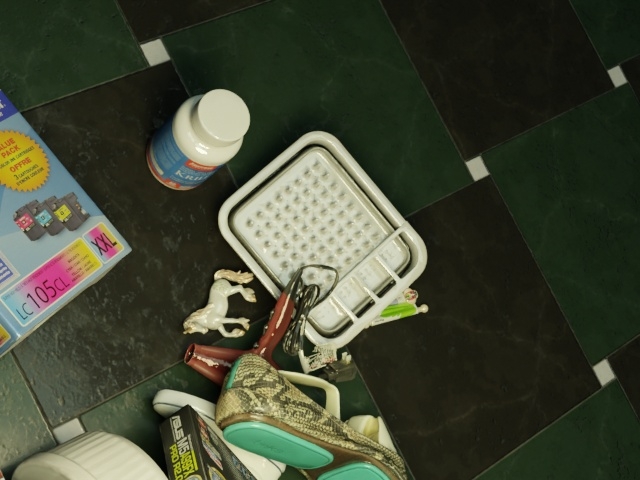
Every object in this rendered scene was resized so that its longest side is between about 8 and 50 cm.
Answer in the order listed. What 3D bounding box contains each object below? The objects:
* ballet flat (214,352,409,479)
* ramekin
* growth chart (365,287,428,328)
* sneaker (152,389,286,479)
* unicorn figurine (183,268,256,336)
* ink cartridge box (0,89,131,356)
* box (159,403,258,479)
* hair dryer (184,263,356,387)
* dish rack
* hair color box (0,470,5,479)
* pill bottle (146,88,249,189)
[{"bbox_3d":[0.019,0.332,1.799,0.483,0.164,0.182,41,41,-33],"label":"ballet flat"},{"bbox_3d":[-0.318,0.404,1.586,0.127,0.273,0.272,-35,92,-44],"label":"ramekin"},{"bbox_3d":[0.091,0.050,2.041,0.172,0.021,0.237,-19,83,-30],"label":"growth chart"},{"bbox_3d":[-0.171,0.337,1.772,0.258,0.094,0.091,35,57,-15],"label":"sneaker"},{"bbox_3d":[-0.174,0.121,1.864,0.111,0.060,0.161,18,52,-12],"label":"unicorn figurine"},{"bbox_3d":[-0.522,-0.047,1.644,0.395,0.151,0.270,49,44,-4],"label":"ink cartridge box"},{"bbox_3d":[-0.134,0.405,1.639,0.060,0.216,0.270,-34,119,3],"label":"box"},{"bbox_3d":[-0.091,0.173,1.845,0.294,0.080,0.223,-17,99,-21],"label":"hair dryer"},{"bbox_3d":[0.000,0.000,1.956,0.285,0.072,0.333,-42,96,-18],"label":"dish rack"},{"bbox_3d":[-0.552,0.244,1.414,0.114,0.185,0.374,-21,81,-49],"label":"hair color box"},{"bbox_3d":[-0.206,-0.174,1.836,0.124,0.221,0.124,8,71,-25],"label":"pill bottle"}]
